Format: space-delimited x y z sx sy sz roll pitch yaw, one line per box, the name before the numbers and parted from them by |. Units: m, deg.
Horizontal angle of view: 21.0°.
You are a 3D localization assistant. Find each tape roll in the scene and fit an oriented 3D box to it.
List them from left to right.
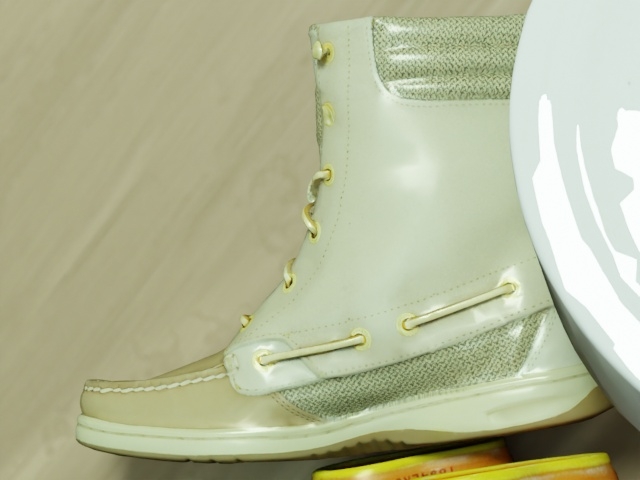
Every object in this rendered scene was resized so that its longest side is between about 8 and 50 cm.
tape roll | 0.217 -0.034 0.655 0.286 0.100 0.286 -4 72 11

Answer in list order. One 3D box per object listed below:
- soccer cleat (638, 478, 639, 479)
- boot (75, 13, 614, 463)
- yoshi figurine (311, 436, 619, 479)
soccer cleat | 0.171 0.127 0.719 0.116 0.109 0.318 30 62 19
boot | 0.000 0.000 0.825 0.262 0.095 0.203 -8 89 14
yoshi figurine | 0.058 0.280 0.770 0.203 0.203 0.362 -9 90 25
